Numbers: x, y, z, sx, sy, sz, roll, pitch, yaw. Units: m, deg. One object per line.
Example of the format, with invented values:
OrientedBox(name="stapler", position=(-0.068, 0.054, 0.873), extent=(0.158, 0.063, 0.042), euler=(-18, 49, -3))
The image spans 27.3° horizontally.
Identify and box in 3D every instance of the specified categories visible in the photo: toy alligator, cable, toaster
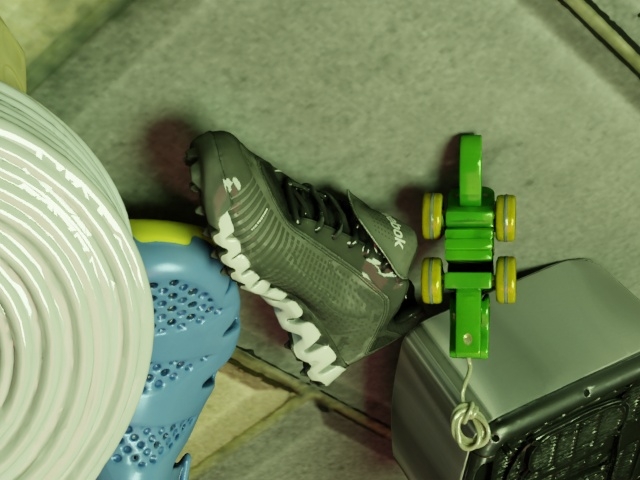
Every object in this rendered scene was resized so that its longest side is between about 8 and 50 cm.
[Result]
OrientedBox(name="toy alligator", position=(0.092, 0.031, 0.810), extent=(0.056, 0.190, 0.051), euler=(0, -178, 10))
OrientedBox(name="cable", position=(-0.205, 0.041, 0.612), extent=(0.257, 0.089, 0.257), euler=(-44, 119, -4))
OrientedBox(name="toaster", position=(0.138, 0.123, 0.900), extent=(0.185, 0.110, 0.168), euler=(-22, 140, -19))

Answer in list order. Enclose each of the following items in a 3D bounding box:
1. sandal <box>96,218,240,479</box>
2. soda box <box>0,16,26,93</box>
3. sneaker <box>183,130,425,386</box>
OrientedBox(name="sandal", position=(-0.119, 0.120, 0.840), extent=(0.126, 0.138, 0.317), euler=(3, 133, -14))
OrientedBox(name="soda box", position=(-0.205, -0.123, 0.615), extent=(0.058, 0.061, 0.181), euler=(-21, 137, 7))
OrientedBox(name="sneaker", position=(0.000, 0.000, 0.789), extent=(0.106, 0.078, 0.234), euler=(-23, 140, 7))
